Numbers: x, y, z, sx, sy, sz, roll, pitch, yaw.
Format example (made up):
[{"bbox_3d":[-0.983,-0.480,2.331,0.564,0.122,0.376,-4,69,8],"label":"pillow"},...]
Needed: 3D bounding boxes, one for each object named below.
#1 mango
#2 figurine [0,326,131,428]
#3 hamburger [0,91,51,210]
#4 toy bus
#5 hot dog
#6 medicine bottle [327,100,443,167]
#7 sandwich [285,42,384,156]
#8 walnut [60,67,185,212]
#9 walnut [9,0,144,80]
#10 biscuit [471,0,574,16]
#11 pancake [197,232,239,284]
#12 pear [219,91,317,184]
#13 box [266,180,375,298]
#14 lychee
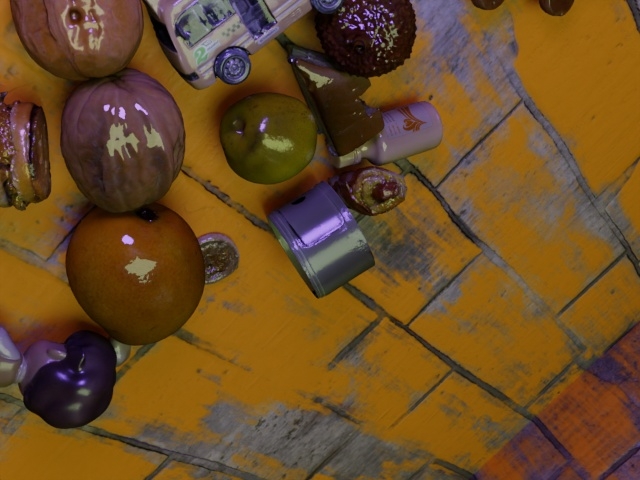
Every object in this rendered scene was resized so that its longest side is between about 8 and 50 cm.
[{"bbox_3d":[-0.366,0.079,1.395,0.264,0.221,0.378,-13,141,-18],"label":"mango"},{"bbox_3d":[-0.605,0.264,1.443,0.365,0.206,0.218,24,103,-16],"label":"figurine"},{"bbox_3d":[-0.521,-0.141,1.166,0.118,0.181,0.191,-1,157,-9],"label":"hamburger"},{"bbox_3d":[-0.127,-0.435,1.179,0.365,0.177,0.201,-39,130,-4],"label":"toy bus"},{"bbox_3d":[0.097,-0.105,1.539,0.146,0.213,0.102,8,82,-26],"label":"hot dog"},{"bbox_3d":[0.140,-0.226,1.530,0.252,0.114,0.114,-20,131,-17],"label":"medicine bottle"},{"bbox_3d":[0.023,-0.303,1.393,0.128,0.122,0.235,-34,135,-7],"label":"sandwich"},{"bbox_3d":[-0.344,-0.173,1.220,0.225,0.225,0.260,-19,134,-18],"label":"walnut"},{"bbox_3d":[-0.379,-0.362,1.073,0.196,0.195,0.221,-16,121,-20],"label":"walnut"},{"bbox_3d":[0.489,-0.624,1.470,0.432,0.064,0.282,-15,120,-23],"label":"biscuit"},{"bbox_3d":[-0.249,0.046,1.565,0.140,0.022,0.139,-15,129,-19],"label":"pancake"},{"bbox_3d":[-0.099,-0.199,1.359,0.198,0.198,0.198,-16,130,-20],"label":"pear"},{"bbox_3d":[0.000,0.000,1.538,0.149,0.226,0.226,-32,133,-7],"label":"box"},{"bbox_3d":[0.084,-0.400,1.285,0.200,0.238,0.200,5,122,8],"label":"lychee"}]
